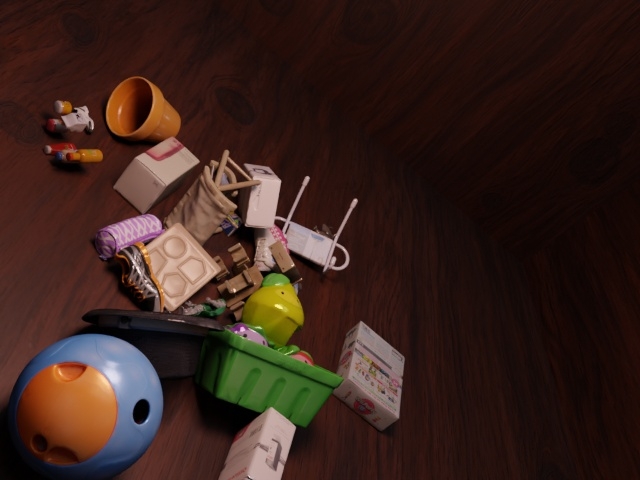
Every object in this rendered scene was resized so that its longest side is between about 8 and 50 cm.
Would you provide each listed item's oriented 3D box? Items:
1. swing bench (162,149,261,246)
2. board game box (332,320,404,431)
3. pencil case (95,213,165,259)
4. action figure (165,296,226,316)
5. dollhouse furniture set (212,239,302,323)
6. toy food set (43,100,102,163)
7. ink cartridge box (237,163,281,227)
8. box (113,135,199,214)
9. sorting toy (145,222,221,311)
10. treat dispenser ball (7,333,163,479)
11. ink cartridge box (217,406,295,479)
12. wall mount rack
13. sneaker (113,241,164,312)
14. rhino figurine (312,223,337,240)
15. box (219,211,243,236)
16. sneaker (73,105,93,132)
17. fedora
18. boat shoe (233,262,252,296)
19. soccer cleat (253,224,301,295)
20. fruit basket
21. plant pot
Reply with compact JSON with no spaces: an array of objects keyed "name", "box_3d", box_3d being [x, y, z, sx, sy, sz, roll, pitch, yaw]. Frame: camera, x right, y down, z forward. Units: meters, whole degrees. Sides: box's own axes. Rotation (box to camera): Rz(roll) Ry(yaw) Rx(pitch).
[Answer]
[{"name":"swing bench","box_3d":[-0.350,-0.112,1.944,0.165,0.253,0.255,42,27,-6]},{"name":"board game box","box_3d":[0.168,0.452,2.117,0.224,0.097,0.303,40,29,-11]},{"name":"pencil case","box_3d":[-0.536,-0.015,1.762,0.088,0.086,0.206,18,24,19]},{"name":"action figure","box_3d":[-0.336,0.194,1.759,0.232,0.137,0.064,-6,83,-66]},{"name":"dollhouse furniture set","box_3d":[-0.195,0.121,1.953,0.212,0.242,0.161,59,-4,18]},{"name":"toy food set","box_3d":[-0.742,-0.301,1.813,0.104,0.111,0.232,-12,67,-57]},{"name":"ink cartridge box","box_3d":[-0.217,-0.156,2.166,0.100,0.172,0.237,6,16,-17]},{"name":"box","box_3d":[-0.511,-0.208,1.969,0.127,0.148,0.232,44,29,-6]},{"name":"sorting toy","box_3d":[-0.420,0.076,1.799,0.193,0.038,0.208,48,58,0]},{"name":"treat dispenser ball","box_3d":[-0.460,0.330,1.241,0.288,0.288,0.288,33,32,-24]},{"name":"ink cartridge box","box_3d":[-0.160,0.539,1.515,0.092,0.158,0.218,42,30,-11]},{"name":"wall mount rack","box_3d":[-0.019,-0.050,2.319,0.350,0.130,0.304,25,59,-9]},{"name":"sneaker","box_3d":[-0.485,0.113,1.675,0.083,0.084,0.215,-17,80,-43]},{"name":"rhino figurine","box_3d":[0.000,0.000,2.458,0.106,0.073,0.243,43,34,1]},{"name":"box","box_3d":[-0.346,-0.096,2.139,0.169,0.059,0.054,45,30,-5]},{"name":"sneaker","box_3d":[-0.750,-0.380,1.984,0.043,0.040,0.109,-11,58,-38]},{"name":"fedora","box_3d":[-0.398,0.252,1.479,0.334,0.334,0.153,16,74,-43]},{"name":"boat shoe","box_3d":[-0.231,0.131,2.030,0.152,0.056,0.049,58,18,17]},{"name":"soccer cleat","box_3d":[-0.174,0.059,2.122,0.143,0.116,0.331,7,48,-45]},{"name":"fruit basket","box_3d":[-0.128,0.271,1.698,0.391,0.283,0.392,-3,95,-31]},{"name":"plant pot","box_3d":[-0.578,-0.417,2.107,0.205,0.205,0.188,61,17,23]}]
